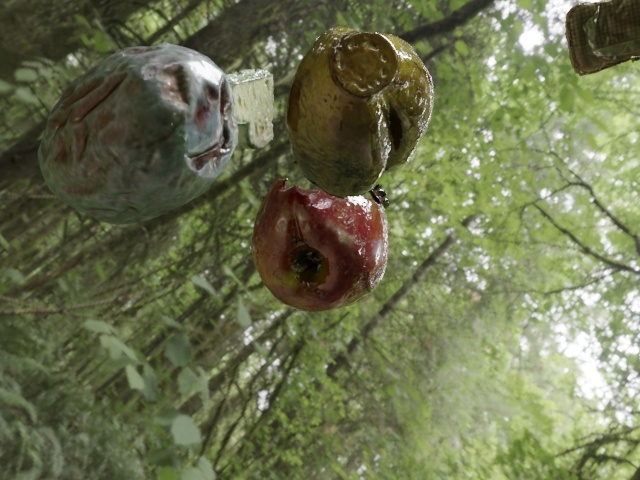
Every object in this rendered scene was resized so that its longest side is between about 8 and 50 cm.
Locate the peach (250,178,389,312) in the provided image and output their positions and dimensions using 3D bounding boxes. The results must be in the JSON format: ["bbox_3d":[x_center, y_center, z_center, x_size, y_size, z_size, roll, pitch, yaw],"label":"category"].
[{"bbox_3d":[0.000,0.000,1.726,0.339,0.416,0.352,8,-67,5],"label":"peach"}]

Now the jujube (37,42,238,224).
[{"bbox_3d":[-0.257,-0.154,0.989,0.308,0.246,0.215,-27,-59,29],"label":"jujube"}]

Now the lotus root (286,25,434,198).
[{"bbox_3d":[0.054,-0.163,0.890,0.193,0.193,0.291,41,-12,15],"label":"lotus root"}]

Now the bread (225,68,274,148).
[{"bbox_3d":[-0.157,-0.299,1.482,0.064,0.172,0.232,15,-15,21],"label":"bread"}]

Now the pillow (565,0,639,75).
[{"bbox_3d":[0.555,-0.385,1.269,0.034,0.211,0.135,-81,155,-72],"label":"pillow"}]
